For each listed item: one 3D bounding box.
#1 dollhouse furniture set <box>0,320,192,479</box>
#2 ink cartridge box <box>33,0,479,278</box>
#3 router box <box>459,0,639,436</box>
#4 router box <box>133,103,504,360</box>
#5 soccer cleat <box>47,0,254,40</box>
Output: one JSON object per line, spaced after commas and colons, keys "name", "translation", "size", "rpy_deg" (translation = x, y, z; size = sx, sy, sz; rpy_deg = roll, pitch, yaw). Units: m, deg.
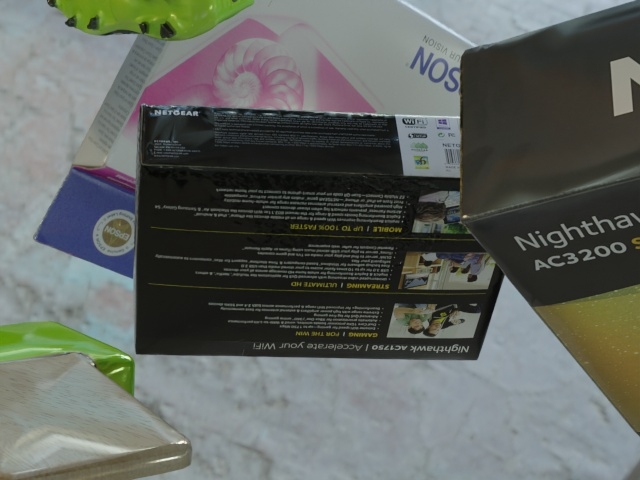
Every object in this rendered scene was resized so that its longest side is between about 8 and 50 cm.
{"name": "dollhouse furniture set", "translation": [-0.136, 0.196, 0.444], "size": [0.198, 0.301, 0.151], "rpy_deg": [-6, 17, -33]}
{"name": "ink cartridge box", "translation": [-0.031, -0.078, 1.229], "size": [0.324, 0.330, 0.071], "rpy_deg": [24, 7, -34]}
{"name": "router box", "translation": [0.239, -0.013, 0.522], "size": [0.309, 0.243, 0.081], "rpy_deg": [-14, 54, 26]}
{"name": "router box", "translation": [0.000, 0.000, 0.677], "size": [0.179, 0.133, 0.046], "rpy_deg": [2, 46, -8]}
{"name": "soccer cleat", "translation": [-0.114, -0.161, 0.902], "size": [0.072, 0.060, 0.179], "rpy_deg": [-23, 31, -36]}
